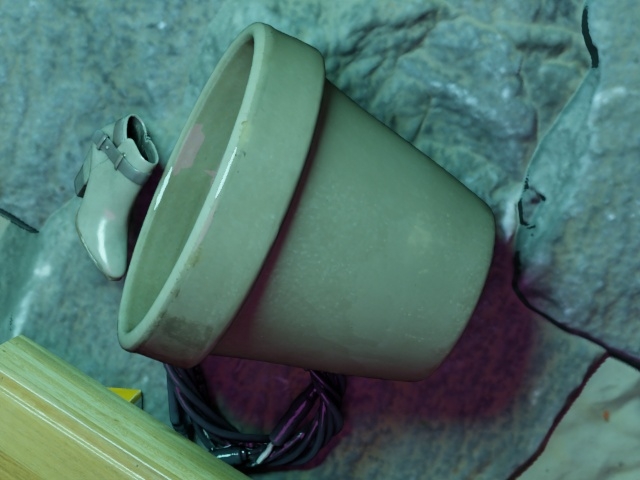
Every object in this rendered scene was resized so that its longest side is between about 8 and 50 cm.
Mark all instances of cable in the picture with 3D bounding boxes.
[{"bbox_3d":[-0.054,0.102,1.536,0.150,0.047,0.185,2,104,12],"label":"cable"}]

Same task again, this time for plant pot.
[{"bbox_3d":[0.000,0.000,1.410,0.229,0.263,0.263,24,109,-12],"label":"plant pot"}]

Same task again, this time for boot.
[{"bbox_3d":[-0.159,-0.039,1.502,0.087,0.042,0.118,-42,59,34],"label":"boot"}]

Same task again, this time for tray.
[{"bbox_3d":[-0.129,0.271,1.525,0.411,0.076,0.203,30,113,12],"label":"tray"}]

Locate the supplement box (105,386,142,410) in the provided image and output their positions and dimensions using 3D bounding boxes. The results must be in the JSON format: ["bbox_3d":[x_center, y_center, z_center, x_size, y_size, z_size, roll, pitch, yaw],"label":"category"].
[{"bbox_3d":[-0.184,0.175,1.588,0.062,0.036,0.098,3,105,12],"label":"supplement box"}]
